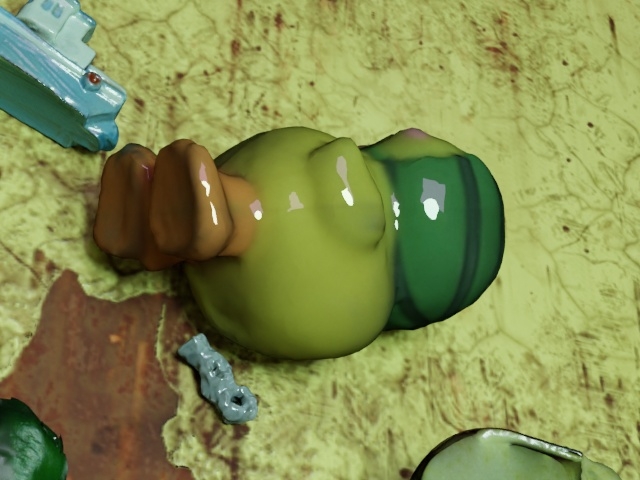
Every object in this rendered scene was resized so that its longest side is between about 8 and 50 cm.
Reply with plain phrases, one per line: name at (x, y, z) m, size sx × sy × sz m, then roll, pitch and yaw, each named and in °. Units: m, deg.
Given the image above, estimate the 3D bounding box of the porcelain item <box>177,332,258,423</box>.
porcelain item at (-0.082, 0.115, 0.992) m, size 0.083 × 0.028 × 0.036 m, roll 50°, pitch 47°, yaw 7°

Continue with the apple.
apple at (0.149, 0.248, 0.940) m, size 0.207 × 0.174 × 0.188 m, roll 20°, pitch 73°, yaw -25°

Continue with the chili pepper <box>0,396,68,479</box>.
chili pepper at (-0.253, 0.154, 0.787) m, size 0.174 × 0.165 × 0.261 m, roll 10°, pitch 52°, yaw -9°

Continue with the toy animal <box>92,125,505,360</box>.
toy animal at (0.001, 0.003, 1.015) m, size 0.338 × 0.216 × 0.191 m, roll 0°, pitch 87°, yaw -33°

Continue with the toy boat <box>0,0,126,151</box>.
toy boat at (-0.250, -0.167, 1.046) m, size 0.215 × 0.088 × 0.102 m, roll 32°, pitch 59°, yaw -9°
